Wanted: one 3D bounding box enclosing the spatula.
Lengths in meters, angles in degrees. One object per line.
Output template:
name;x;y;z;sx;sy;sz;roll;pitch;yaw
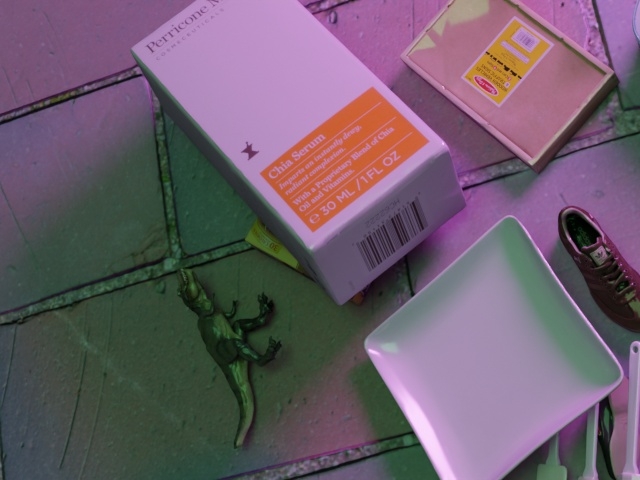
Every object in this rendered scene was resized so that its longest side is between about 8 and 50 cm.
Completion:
spatula;0.336;0.242;1.704;0.168;0.019;0.242;-5;75;50

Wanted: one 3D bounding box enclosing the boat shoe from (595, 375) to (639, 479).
boat shoe;0.363;0.233;1.724;0.042;0.049;0.133;-18;74;55

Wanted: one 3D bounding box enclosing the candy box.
candy box;0.000;0.000;1.940;0.186;0.053;0.109;29;84;29

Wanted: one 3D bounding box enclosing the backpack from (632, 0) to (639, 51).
backpack;0.492;-0.282;1.771;0.188;0.144;0.166;21;89;30

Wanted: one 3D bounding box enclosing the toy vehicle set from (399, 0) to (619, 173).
toy vehicle set;0.255;-0.235;1.914;0.166;0.035;0.267;-48;63;3

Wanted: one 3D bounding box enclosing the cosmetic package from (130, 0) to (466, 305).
cosmetic package;-0.035;-0.156;1.902;0.230;0.161;0.453;-39;58;-7

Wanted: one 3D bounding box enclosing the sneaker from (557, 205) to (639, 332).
sneaker;0.356;0.036;1.768;0.066;0.071;0.188;-38;63;8

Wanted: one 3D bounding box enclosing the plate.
plate;0.219;0.154;1.775;0.278;0.045;0.277;-43;55;19

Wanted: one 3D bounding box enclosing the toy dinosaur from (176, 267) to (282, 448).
toy dinosaur;-0.113;0.144;1.944;0.118;0.064;0.268;-31;67;19
